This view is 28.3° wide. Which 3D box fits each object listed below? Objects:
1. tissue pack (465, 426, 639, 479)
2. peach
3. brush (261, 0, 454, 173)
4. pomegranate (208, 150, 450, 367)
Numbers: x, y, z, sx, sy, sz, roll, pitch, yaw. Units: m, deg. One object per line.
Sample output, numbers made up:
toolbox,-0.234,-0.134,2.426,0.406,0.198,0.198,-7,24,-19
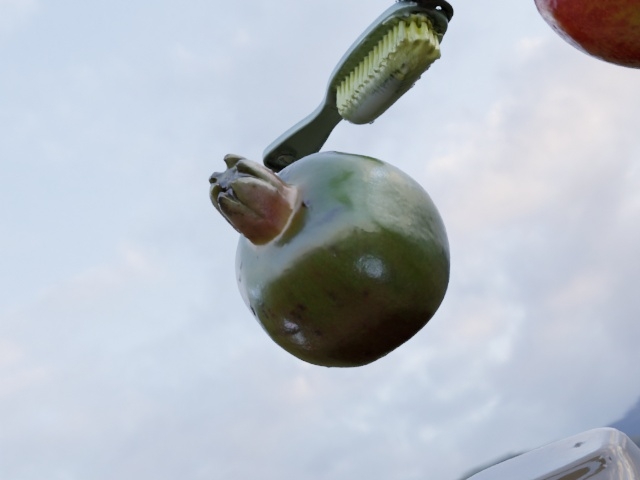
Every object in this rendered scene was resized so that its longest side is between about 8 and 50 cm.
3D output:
tissue pack,0.203,0.361,1.106,0.267,0.277,0.387,-31,1,29
peach,0.211,-0.169,0.837,0.118,0.151,0.151,-43,-25,-6
brush,0.028,-0.122,1.195,0.068,0.060,0.297,14,-33,-26
pomegranate,0.000,0.000,0.997,0.180,0.180,0.209,-35,-54,23
